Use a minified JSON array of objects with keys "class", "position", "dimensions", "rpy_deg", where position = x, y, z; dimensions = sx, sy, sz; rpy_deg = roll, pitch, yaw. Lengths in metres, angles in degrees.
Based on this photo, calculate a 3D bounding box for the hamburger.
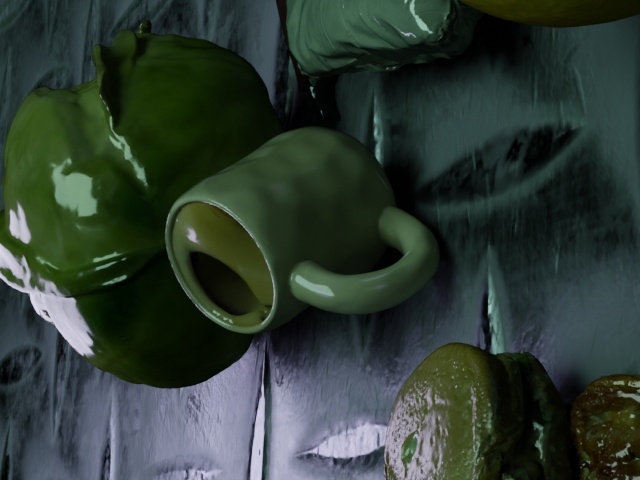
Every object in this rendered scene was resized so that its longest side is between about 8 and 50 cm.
[{"class":"hamburger","position":[0.142,0.184,1.470],"dimensions":[0.189,0.122,0.215],"rpy_deg":[124,149,-45]}]

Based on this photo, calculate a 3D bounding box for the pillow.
[{"class":"pillow","position":[0.083,-0.307,1.755],"dimensions":[0.310,0.138,0.283],"rpy_deg":[-7,66,61]}]

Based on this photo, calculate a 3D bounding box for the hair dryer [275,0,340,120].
[{"class":"hair dryer","position":[-0.013,-0.310,1.977],"dimensions":[0.312,0.123,0.340],"rpy_deg":[128,132,-60]}]

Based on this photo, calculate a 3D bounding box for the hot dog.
[{"class":"hot dog","position":[0.244,0.157,1.344],"dimensions":[0.147,0.065,0.099],"rpy_deg":[-16,73,59]}]

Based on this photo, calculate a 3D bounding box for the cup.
[{"class":"cup","position":[-0.008,-0.018,1.735],"dimensions":[0.255,0.202,0.173],"rpy_deg":[-6,110,49]}]

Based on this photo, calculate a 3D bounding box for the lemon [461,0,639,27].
[{"class":"lemon","position":[0.185,-0.335,1.342],"dimensions":[0.348,0.348,0.348],"rpy_deg":[-32,53,56]}]

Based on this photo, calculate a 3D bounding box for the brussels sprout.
[{"class":"brussels sprout","position":[-0.204,-0.019,1.978],"dimensions":[0.361,0.343,0.425],"rpy_deg":[-109,27,-56]}]
